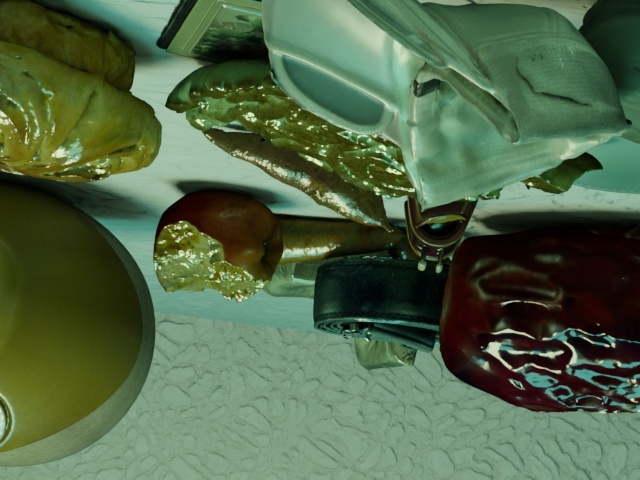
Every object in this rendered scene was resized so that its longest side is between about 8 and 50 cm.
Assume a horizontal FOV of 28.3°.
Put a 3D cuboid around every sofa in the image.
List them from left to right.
[{"bbox_3d":[0.026,0.100,1.970,0.225,0.176,0.210,10,170,-17],"label":"sofa"}]

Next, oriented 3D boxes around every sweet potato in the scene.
[{"bbox_3d":[-0.016,-0.080,1.329,0.226,0.068,0.068,27,168,-5],"label":"sweet potato"}]

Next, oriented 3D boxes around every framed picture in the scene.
[{"bbox_3d":[-0.024,-0.156,1.007,0.195,0.010,0.199,10,170,-15],"label":"framed picture"}]

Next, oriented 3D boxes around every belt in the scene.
[{"bbox_3d":[0.114,0.093,1.763,0.267,0.116,0.206,13,165,-36],"label":"belt"}]

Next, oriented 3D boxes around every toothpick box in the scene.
[{"bbox_3d":[-0.467,0.119,1.781,0.409,0.409,0.425,3,165,25],"label":"toothpick box"}]

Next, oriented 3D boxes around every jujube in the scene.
[{"bbox_3d":[0.315,0.092,1.566,0.377,0.258,0.258,-11,161,34],"label":"jujube"}]

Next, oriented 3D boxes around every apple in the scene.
[{"bbox_3d":[-0.130,0.005,1.658,0.158,0.147,0.156,-4,136,10],"label":"apple"}]

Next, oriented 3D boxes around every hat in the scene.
[{"bbox_3d":[0.076,-0.127,0.806,0.164,0.226,0.219,-32,-179,-16],"label":"hat"}]

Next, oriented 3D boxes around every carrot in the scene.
[{"bbox_3d":[0.000,0.000,1.751,0.298,0.078,0.078,-1,168,23],"label":"carrot"},{"bbox_3d":[0.148,0.021,1.828,0.048,0.048,0.216,3,174,25],"label":"carrot"}]

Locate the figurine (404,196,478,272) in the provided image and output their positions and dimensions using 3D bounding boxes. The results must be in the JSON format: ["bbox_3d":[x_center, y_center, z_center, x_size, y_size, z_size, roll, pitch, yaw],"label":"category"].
[{"bbox_3d":[0.133,-0.013,1.471,0.082,0.098,0.154,11,173,4],"label":"figurine"}]

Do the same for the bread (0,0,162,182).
[{"bbox_3d":[-0.253,-0.120,1.071,0.198,0.120,0.236,0,167,32],"label":"bread"}]

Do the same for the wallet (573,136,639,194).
[{"bbox_3d":[0.314,-0.079,1.006,0.250,0.075,0.176,8,167,5],"label":"wallet"}]

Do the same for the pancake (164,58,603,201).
[{"bbox_3d":[0.042,-0.089,1.033,0.376,0.054,0.197,17,162,18],"label":"pancake"}]

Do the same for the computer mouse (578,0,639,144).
[{"bbox_3d":[0.331,-0.097,0.837,0.331,0.095,0.197,18,160,2],"label":"computer mouse"}]
